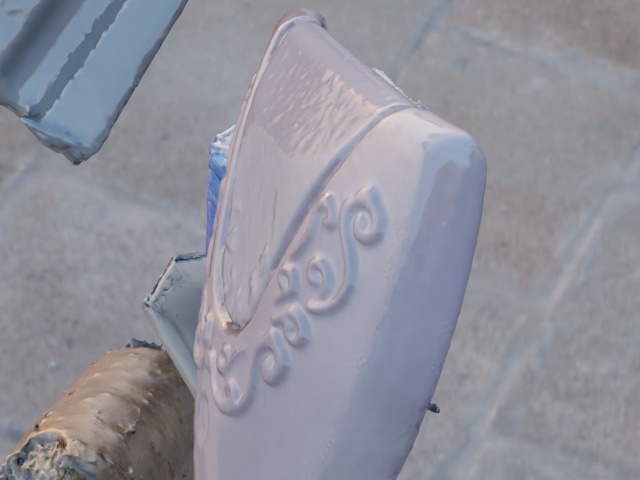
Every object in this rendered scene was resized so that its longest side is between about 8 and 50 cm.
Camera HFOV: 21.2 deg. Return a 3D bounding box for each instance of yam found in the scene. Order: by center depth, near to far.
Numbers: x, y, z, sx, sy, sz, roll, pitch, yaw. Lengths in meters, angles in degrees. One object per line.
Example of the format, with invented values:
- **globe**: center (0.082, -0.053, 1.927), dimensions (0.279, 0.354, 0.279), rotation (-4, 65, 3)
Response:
- **yam**: center (-0.165, 0.177, 1.319), dimensions (0.129, 0.128, 0.238), rotation (26, 20, 3)

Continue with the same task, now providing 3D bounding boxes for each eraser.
- **eraser**: center (-0.014, 0.044, 0.664), dimensions (0.059, 0.243, 0.204), rotation (9, 15, -19)

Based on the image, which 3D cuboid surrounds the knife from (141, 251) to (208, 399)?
- **knife**: center (0.019, 0.163, 0.851), dimensions (0.089, 0.043, 0.365), rotation (-26, 81, -48)

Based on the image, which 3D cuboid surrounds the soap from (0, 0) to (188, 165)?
- **soap**: center (-0.167, -0.333, 1.151), dimensions (0.350, 0.435, 0.213), rotation (36, 20, -2)

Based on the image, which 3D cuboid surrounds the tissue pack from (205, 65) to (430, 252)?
- **tissue pack**: center (0.000, 0.000, 1.576), dimensions (0.209, 0.269, 0.137), rotation (-28, 52, -34)
